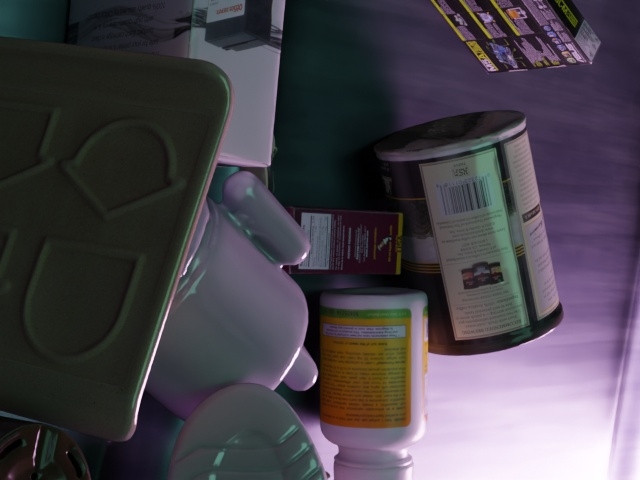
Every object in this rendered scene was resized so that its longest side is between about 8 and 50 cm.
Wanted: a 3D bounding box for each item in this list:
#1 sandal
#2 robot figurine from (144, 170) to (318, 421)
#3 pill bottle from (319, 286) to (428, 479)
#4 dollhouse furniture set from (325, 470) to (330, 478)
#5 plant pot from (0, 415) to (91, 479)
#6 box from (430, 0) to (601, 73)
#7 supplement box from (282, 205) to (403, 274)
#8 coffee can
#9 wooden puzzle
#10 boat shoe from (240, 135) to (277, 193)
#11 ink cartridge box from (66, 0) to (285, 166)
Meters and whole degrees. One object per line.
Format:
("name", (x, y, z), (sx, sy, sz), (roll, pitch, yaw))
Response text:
("sandal", (-0.056, 0.355, 1.330), (0.169, 0.102, 0.416), (-14, 85, -8))
("robot figurine", (-0.153, 0.060, 1.381), (0.300, 0.200, 0.353), (-43, 124, 0))
("pill bottle", (0.067, 0.185, 1.632), (0.136, 0.136, 0.245), (-2, 93, -43))
("dollhouse furniture set", (-0.036, 0.288, 1.510), (0.161, 0.182, 0.101), (-35, 115, -36))
("plant pot", (-0.298, 0.218, 1.120), (0.167, 0.165, 0.167), (6, 82, -49))
("box", (0.257, -0.306, 1.759), (0.191, 0.184, 0.045), (44, 65, -34))
("supplement box", (0.000, 0.000, 1.585), (0.188, 0.104, 0.080), (1, 91, -43))
("coffee can", (0.196, -0.013, 1.700), (0.201, 0.201, 0.275), (-24, 108, -40))
("wooden puzzle", (-0.253, -0.009, 1.224), (0.080, 0.322, 0.347), (32, 70, -63))
("boat shoe", (-0.073, -0.118, 1.554), (0.043, 0.049, 0.137), (-17, 98, -44))
("ink cartridge box", (-0.153, -0.233, 1.352), (0.129, 0.223, 0.307), (8, 87, -44))
